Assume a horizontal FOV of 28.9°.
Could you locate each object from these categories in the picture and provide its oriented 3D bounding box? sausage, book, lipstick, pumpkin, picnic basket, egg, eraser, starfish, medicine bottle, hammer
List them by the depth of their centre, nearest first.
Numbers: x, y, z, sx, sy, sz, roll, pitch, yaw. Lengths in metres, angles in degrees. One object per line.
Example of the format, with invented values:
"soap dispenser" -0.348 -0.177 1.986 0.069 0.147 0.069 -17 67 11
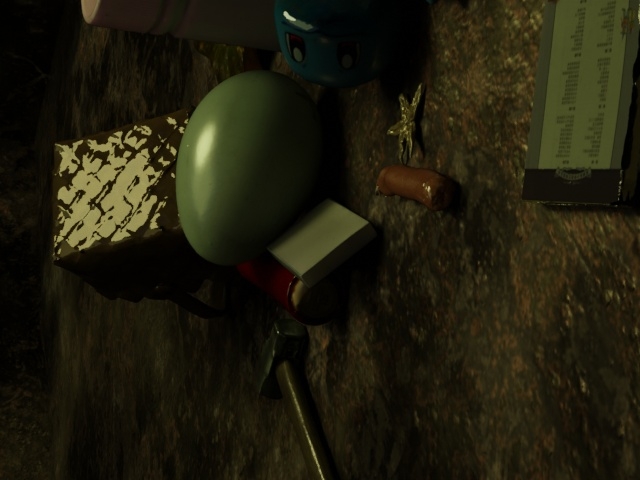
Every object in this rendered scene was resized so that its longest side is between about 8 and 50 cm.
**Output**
"book" 0.225 -0.142 1.025 0.157 0.026 0.231 -169 85 -72
"sausage" 0.097 -0.058 1.314 0.042 0.036 0.158 -51 20 -8
"starfish" 0.097 -0.129 1.362 0.086 0.016 0.092 114 157 -44
"eraser" 0.000 0.000 1.483 0.023 0.104 0.150 54 173 -22
"hammer" -0.013 0.256 1.526 0.365 0.043 0.111 -112 34 -48
"egg" -0.093 -0.093 1.588 0.183 0.183 0.264 -29 41 65
"medicine bottle" -0.132 -0.353 1.588 0.202 0.315 0.202 -175 90 -68
"lipstick" -0.042 0.044 1.596 0.241 0.080 0.080 -152 68 -67
"picnic basket" -0.224 -0.035 1.851 0.321 0.291 0.254 37 -135 -62
"pumpkin" -0.134 -0.356 1.904 0.290 0.095 0.258 105 147 -48

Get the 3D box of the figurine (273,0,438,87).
"figurine" 0.016 -0.381 1.356 0.243 0.298 0.416 -5 -77 -77
